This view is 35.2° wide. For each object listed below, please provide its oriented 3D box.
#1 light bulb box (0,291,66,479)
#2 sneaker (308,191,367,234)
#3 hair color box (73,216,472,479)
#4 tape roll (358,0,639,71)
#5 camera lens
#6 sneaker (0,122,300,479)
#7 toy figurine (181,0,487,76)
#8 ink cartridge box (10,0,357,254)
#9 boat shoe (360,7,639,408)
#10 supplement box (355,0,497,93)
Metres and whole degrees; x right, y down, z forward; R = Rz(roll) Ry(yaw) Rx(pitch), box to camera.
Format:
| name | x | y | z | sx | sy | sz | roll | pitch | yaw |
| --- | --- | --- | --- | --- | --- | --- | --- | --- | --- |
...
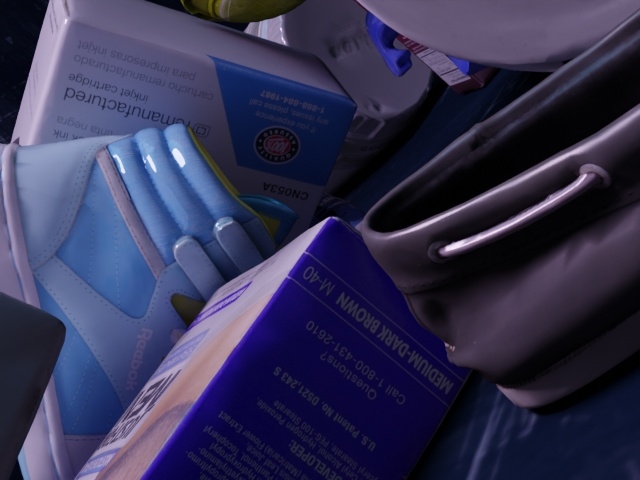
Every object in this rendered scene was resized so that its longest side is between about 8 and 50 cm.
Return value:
| name | x | y | z | sx | sy | sz | roll | pitch | yaw |
| --- | --- | --- | --- | --- | --- | --- | --- | --- | --- |
| light bulb box | -0.289 | 0.200 | 0.323 | 0.361 | 0.225 | 0.358 | -48 | 21 | 47 |
| sneaker | 0.000 | 0.000 | 0.852 | 0.080 | 0.081 | 0.211 | -50 | 9 | -9 |
| hair color box | -0.081 | 0.161 | 0.475 | 0.339 | 0.110 | 0.185 | -56 | 10 | -25 |
| tape roll | 0.120 | -0.249 | 0.609 | 0.286 | 0.286 | 0.100 | -48 | 8 | 13 |
| camera lens | -0.017 | -0.172 | 1.227 | 0.219 | 0.219 | 0.274 | -56 | 9 | -34 |
| sneaker | -0.098 | 0.073 | 0.665 | 0.208 | 0.319 | 0.127 | -15 | 9 | -5 |
| toy figurine | 0.101 | -0.214 | 0.753 | 0.362 | 0.217 | 0.191 | -24 | -26 | -25 |
| ink cartridge box | -0.137 | -0.018 | 0.800 | 0.308 | 0.223 | 0.129 | -68 | 25 | 21 |
| boat shoe | 0.142 | -0.068 | 0.319 | 0.335 | 0.095 | 0.112 | -46 | 9 | 30 |
| supplement box | 0.108 | -0.242 | 0.971 | 0.104 | 0.188 | 0.081 | -51 | 9 | -3 |
